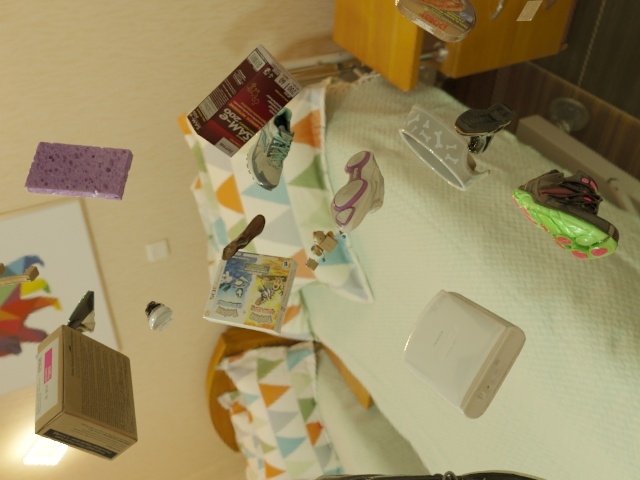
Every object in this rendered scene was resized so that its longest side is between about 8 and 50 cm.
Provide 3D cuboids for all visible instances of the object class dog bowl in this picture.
[{"bbox_3d":[0.407,-0.304,2.120,0.349,0.102,0.349,43,-175,-5],"label":"dog bowl"}]

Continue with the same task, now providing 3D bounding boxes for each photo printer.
[{"bbox_3d":[0.350,0.276,1.635,0.256,0.107,0.307,-60,31,3],"label":"photo printer"}]

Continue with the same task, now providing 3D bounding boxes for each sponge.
[{"bbox_3d":[-0.530,-0.154,1.387,0.031,0.210,0.117,87,-171,-68],"label":"sponge"}]

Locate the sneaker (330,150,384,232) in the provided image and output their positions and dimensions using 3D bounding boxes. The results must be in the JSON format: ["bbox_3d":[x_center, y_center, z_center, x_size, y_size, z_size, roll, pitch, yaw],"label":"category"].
[{"bbox_3d":[0.119,-0.109,1.659,0.114,0.305,0.152,-16,123,30],"label":"sneaker"}]

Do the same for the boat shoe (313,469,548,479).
[{"bbox_3d":[0.204,0.480,1.056,0.156,0.501,0.186,69,-156,-74],"label":"boat shoe"}]

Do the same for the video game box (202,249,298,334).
[{"bbox_3d":[-0.174,0.124,1.564,0.048,0.205,0.187,43,-123,-63],"label":"video game box"}]

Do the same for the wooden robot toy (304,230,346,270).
[{"bbox_3d":[0.000,0.000,1.822,0.079,0.173,0.076,35,-167,-27],"label":"wooden robot toy"}]

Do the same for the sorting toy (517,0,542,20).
[{"bbox_3d":[0.544,-0.599,1.613,0.083,0.012,0.062,-60,25,4],"label":"sorting toy"}]

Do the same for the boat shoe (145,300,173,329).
[{"bbox_3d":[-0.493,0.218,1.898,0.076,0.080,0.228,45,167,4],"label":"boat shoe"}]

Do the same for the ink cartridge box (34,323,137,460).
[{"bbox_3d":[-0.489,0.317,1.317,0.193,0.088,0.234,41,-164,-40],"label":"ink cartridge box"}]

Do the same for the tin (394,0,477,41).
[{"bbox_3d":[0.249,-0.506,1.372,0.190,0.106,0.040,32,160,-1],"label":"tin"}]

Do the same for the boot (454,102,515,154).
[{"bbox_3d":[0.381,-0.252,1.547,0.077,0.198,0.137,55,142,24],"label":"boot"}]

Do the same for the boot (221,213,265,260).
[{"bbox_3d":[-0.177,-0.007,1.440,0.037,0.114,0.106,38,111,6],"label":"boot"}]

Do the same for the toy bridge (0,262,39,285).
[{"bbox_3d":[-0.735,0.076,1.415,0.063,0.188,0.026,-72,-15,-53],"label":"toy bridge"}]

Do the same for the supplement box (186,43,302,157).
[{"bbox_3d":[-0.174,-0.317,1.450,0.130,0.239,0.073,32,-160,-53],"label":"supplement box"}]

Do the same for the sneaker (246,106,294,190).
[{"bbox_3d":[-0.141,-0.284,1.882,0.122,0.110,0.283,-22,56,39],"label":"sneaker"}]

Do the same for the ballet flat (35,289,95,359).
[{"bbox_3d":[-0.567,0.210,1.455,0.074,0.203,0.074,20,146,14],"label":"ballet flat"}]

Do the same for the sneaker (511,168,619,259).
[{"bbox_3d":[0.699,-0.105,1.777,0.185,0.202,0.483,44,-168,-19],"label":"sneaker"}]
